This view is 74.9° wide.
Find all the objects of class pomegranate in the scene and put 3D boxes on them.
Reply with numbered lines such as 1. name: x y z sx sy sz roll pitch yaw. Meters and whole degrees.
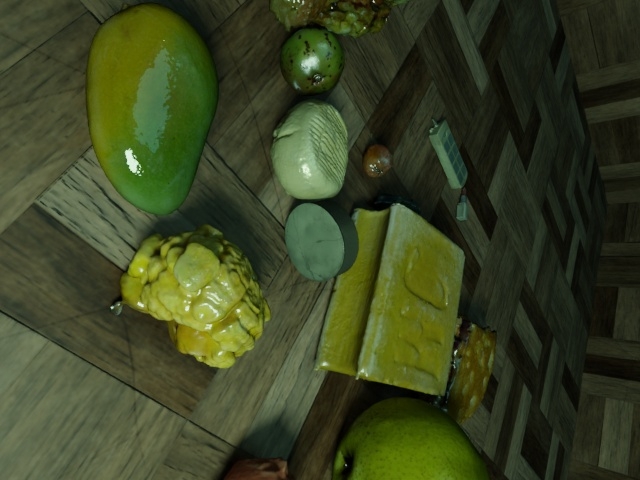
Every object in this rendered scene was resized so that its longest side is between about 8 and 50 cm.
1. pomegranate: -0.018 -0.323 0.730 0.114 0.114 0.142 27 43 -42

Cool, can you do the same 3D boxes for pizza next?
1. pizza: 0.349 0.324 1.069 0.408 0.113 0.278 -39 117 -40

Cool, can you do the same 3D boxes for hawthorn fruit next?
1. hawthorn fruit: 0.119 -0.185 0.899 0.066 0.066 0.103 29 42 -41

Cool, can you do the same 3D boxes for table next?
1. table: 0.000 0.000 0.707 0.043 0.133 0.134 -17 101 -46

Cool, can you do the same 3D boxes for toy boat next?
1. toy boat: 0.166 -0.075 0.936 0.141 0.055 0.060 11 74 -46

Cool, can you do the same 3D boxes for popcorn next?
1. popcorn: -0.147 0.062 0.539 0.194 0.163 0.140 40 32 -8

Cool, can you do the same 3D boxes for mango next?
1. mango: -0.209 -0.160 0.521 0.156 0.114 0.251 7 96 -55

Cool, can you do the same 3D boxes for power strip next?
1. power strip: 0.355 -0.240 1.154 0.227 0.029 0.080 55 53 -29

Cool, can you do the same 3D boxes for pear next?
1. pear: 0.163 0.437 0.769 0.294 0.294 0.295 2 87 -46

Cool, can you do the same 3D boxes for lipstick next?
1. lipstick: 0.414 -0.110 1.215 0.025 0.025 0.107 32 60 -40

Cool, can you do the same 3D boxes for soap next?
1. soap: 0.158 0.132 0.855 0.293 0.156 0.335 30 67 -36

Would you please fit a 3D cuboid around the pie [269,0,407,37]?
1. pie: -0.020 -0.530 0.652 0.395 0.180 0.418 -28 86 -47

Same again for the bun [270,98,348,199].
1. bun: -0.019 -0.152 0.718 0.164 0.110 0.188 41 50 -47

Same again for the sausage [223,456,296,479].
1. sausage: -0.106 0.431 0.580 0.148 0.148 0.255 36 65 -39
